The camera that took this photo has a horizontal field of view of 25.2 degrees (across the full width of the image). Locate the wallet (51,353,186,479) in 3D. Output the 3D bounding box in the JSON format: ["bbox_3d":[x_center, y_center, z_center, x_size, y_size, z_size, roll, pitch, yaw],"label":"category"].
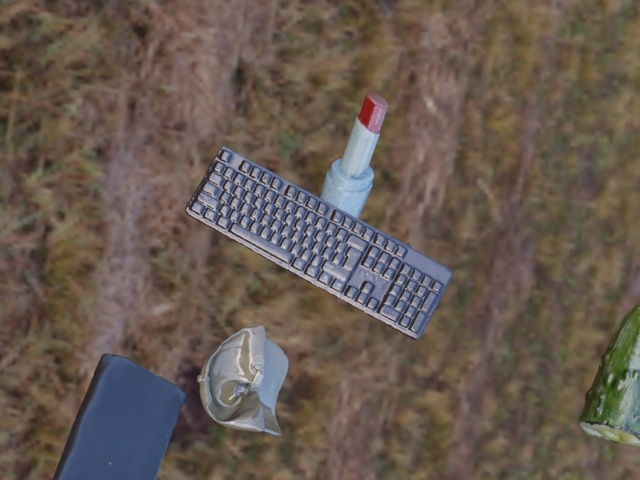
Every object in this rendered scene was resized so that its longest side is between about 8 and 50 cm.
[{"bbox_3d":[-0.289,0.296,2.022,0.030,0.146,0.285,-42,-157,44],"label":"wallet"}]

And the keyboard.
[{"bbox_3d":[0.000,0.000,1.658,0.101,0.309,0.018,-60,178,-12],"label":"keyboard"}]

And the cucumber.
[{"bbox_3d":[0.465,0.182,2.093,0.134,0.134,0.244,47,57,-64],"label":"cucumber"}]

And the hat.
[{"bbox_3d":[-0.121,0.234,2.228,0.173,0.144,0.166,104,-10,-66],"label":"hat"}]

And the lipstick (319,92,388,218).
[{"bbox_3d":[0.047,-0.102,2.084,0.068,0.061,0.274,-5,136,-26],"label":"lipstick"}]
